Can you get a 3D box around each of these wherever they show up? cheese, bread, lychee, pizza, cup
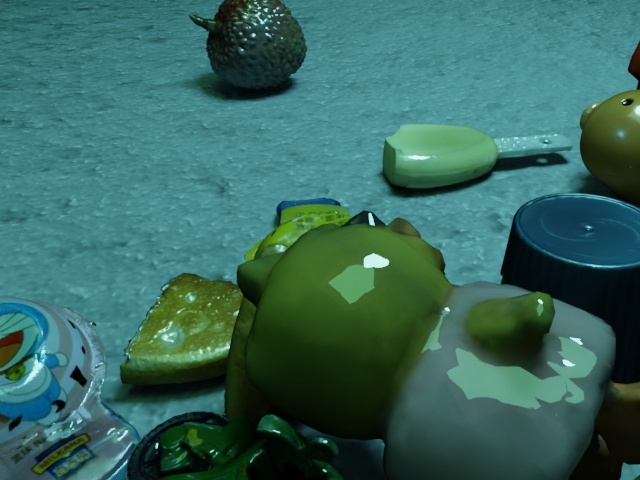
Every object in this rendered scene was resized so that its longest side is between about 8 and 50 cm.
[{"bbox_3d":[0.203,-0.118,0.938,0.255,0.050,0.127,-6,31,-10],"label":"cheese"},{"bbox_3d":[-0.020,0.066,0.573,0.054,0.136,0.154,5,24,45],"label":"bread"},{"bbox_3d":[-0.118,-0.330,1.185,0.197,0.165,0.165,13,24,-27],"label":"lychee"},{"bbox_3d":[-0.104,0.076,0.648,0.178,0.041,0.131,-26,42,-33],"label":"pizza"},{"bbox_3d":[0.000,0.000,0.746,0.157,0.064,0.250,-3,22,-4],"label":"cheese"},{"bbox_3d":[-0.233,0.124,0.549,0.286,0.074,0.189,31,45,30],"label":"cheese"},{"bbox_3d":[0.199,0.043,0.578,0.131,0.155,0.176,4,34,7],"label":"cup"}]

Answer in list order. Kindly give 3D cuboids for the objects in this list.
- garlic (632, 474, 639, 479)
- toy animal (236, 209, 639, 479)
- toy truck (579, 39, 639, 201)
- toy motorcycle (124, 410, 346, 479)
[{"bbox_3d":[0.258,0.211,0.328,0.279,0.132,0.325,16,39,25],"label":"garlic"},{"bbox_3d":[0.068,0.081,0.471,0.281,0.195,0.169,33,55,19],"label":"toy animal"},{"bbox_3d":[0.426,-0.172,0.828,0.239,0.264,0.189,-5,29,-25],"label":"toy truck"},{"bbox_3d":[-0.066,0.197,0.387,0.187,0.124,0.274,-1,33,19],"label":"toy motorcycle"}]
